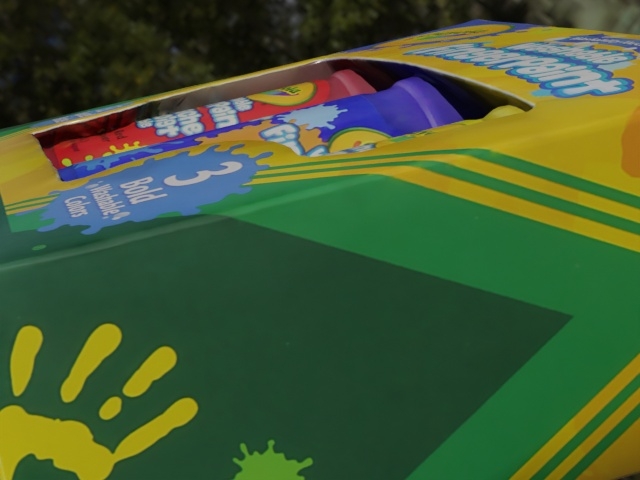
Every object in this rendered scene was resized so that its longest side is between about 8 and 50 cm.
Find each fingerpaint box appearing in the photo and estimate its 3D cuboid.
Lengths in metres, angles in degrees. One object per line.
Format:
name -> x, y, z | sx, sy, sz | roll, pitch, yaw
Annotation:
fingerpaint box -> 0.000, 0.000, 0.819 | 0.371, 0.163, 0.445 | -14, 13, -11
